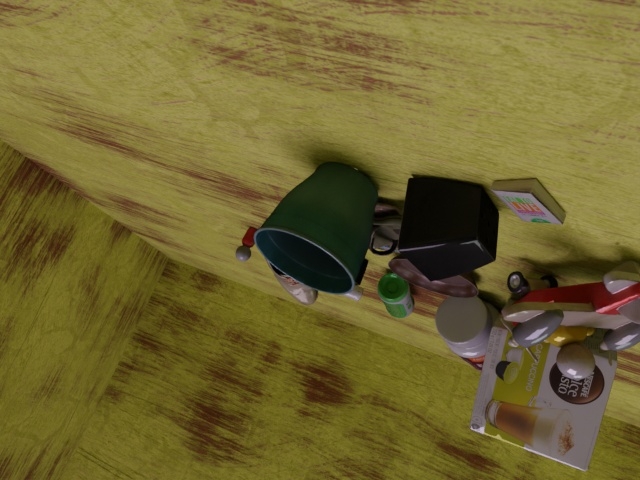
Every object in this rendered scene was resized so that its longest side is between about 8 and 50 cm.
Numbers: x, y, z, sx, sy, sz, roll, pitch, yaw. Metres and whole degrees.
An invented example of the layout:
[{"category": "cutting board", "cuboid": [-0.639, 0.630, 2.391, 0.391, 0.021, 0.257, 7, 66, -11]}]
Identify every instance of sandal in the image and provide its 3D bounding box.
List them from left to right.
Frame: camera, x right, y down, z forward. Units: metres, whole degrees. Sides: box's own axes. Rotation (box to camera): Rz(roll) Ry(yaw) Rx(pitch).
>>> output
[{"category": "sandal", "cuboid": [0.169, -0.006, 1.455, 0.120, 0.086, 0.302, 30, 166, -16]}]

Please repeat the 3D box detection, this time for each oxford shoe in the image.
[{"category": "oxford shoe", "cuboid": [-0.128, 0.133, 2.113, 0.397, 0.140, 0.147, 56, -168, -28]}]

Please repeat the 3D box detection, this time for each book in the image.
[{"category": "book", "cuboid": [0.431, -0.080, 1.101, 0.144, 0.035, 0.096, 31, 166, -35]}]

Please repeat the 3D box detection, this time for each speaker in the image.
[{"category": "speaker", "cuboid": [0.089, 0.180, 2.000, 0.136, 0.055, 0.055, 22, 165, -2]}, {"category": "speaker", "cuboid": [0.306, 0.225, 2.135, 0.131, 0.131, 0.296, 16, 164, 21]}]

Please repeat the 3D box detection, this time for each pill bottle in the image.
[{"category": "pill bottle", "cuboid": [0.590, 0.349, 1.969, 0.224, 0.224, 0.392, 9, 160, 41]}]

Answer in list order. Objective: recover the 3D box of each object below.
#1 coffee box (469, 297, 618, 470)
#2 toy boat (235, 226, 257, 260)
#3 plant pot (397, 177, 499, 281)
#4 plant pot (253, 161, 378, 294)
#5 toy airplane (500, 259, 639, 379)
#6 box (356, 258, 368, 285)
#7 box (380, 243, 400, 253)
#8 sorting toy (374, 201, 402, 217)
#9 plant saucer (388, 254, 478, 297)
[{"category": "coffee box", "cuboid": [0.683, 0.414, 1.618, 0.334, 0.338, 0.338, 14, -166, 25]}, {"category": "toy boat", "cuboid": [-0.203, 0.072, 2.275, 0.318, 0.148, 0.267, 27, 164, -17]}, {"category": "plant pot", "cuboid": [0.300, -0.028, 1.197, 0.166, 0.188, 0.188, -4, 152, 35]}, {"category": "plant pot", "cuboid": [0.015, -0.045, 1.321, 0.271, 0.255, 0.272, 25, 156, 12]}, {"category": "toy airplane", "cuboid": [0.638, 0.198, 1.284, 0.385, 0.273, 0.384, -1, 168, 18]}, {"category": "box", "cuboid": [0.055, 0.092, 2.060, 0.153, 0.108, 0.207, 31, 162, -30]}, {"category": "box", "cuboid": [0.252, 0.008, 1.630, 0.206, 0.036, 0.114, 12, 162, 33]}, {"category": "sorting toy", "cuboid": [0.159, -0.072, 1.501, 0.208, 0.038, 0.193, 19, 165, 27]}, {"category": "plant saucer", "cuboid": [0.381, 0.110, 1.781, 0.310, 0.050, 0.311, 20, 166, 5]}]
